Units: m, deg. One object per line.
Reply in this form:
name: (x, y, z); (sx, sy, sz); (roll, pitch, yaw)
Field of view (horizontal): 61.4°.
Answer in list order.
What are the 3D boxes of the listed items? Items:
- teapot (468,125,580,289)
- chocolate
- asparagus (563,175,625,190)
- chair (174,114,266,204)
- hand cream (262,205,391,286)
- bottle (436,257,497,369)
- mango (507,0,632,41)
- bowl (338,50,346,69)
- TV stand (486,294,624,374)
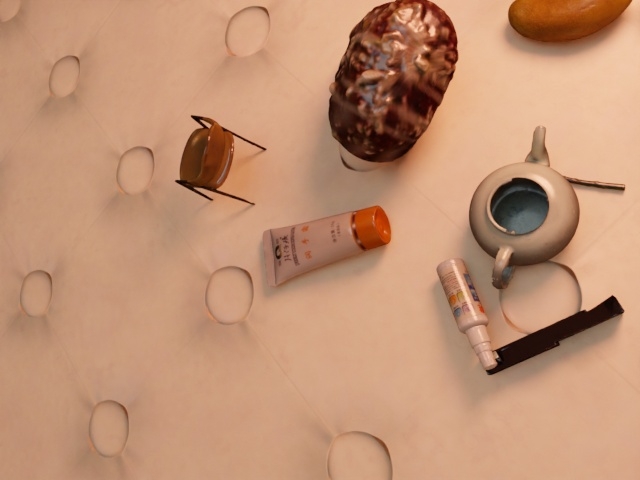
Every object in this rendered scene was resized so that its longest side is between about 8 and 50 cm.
teapot: (0.370, -0.050, 0.992); (0.193, 0.129, 0.294); (17, 88, 29)
chocolate: (0.146, -0.320, 1.063); (0.225, 0.210, 0.339); (22, 99, -7)
asparagus: (0.483, -0.114, 1.014); (0.163, 0.016, 0.016); (16, 114, 28)
chair: (-0.252, -0.189, 1.260); (0.173, 0.247, 0.158); (9, 84, 29)
hand cream: (0.000, 0.000, 1.198); (0.315, 0.089, 0.139); (-20, 69, 30)
bottle: (0.278, 0.137, 1.016); (0.060, 0.060, 0.217); (-26, 57, 20)
mango: (0.480, -0.453, 1.036); (0.228, 0.099, 0.136); (-6, 82, 33)
bowl: (0.107, -0.391, 1.213); (0.189, 0.086, 0.188); (-5, 78, 26)
TV stand: (0.414, 0.173, 0.973); (0.257, 0.049, 0.040); (-31, 66, 19)
